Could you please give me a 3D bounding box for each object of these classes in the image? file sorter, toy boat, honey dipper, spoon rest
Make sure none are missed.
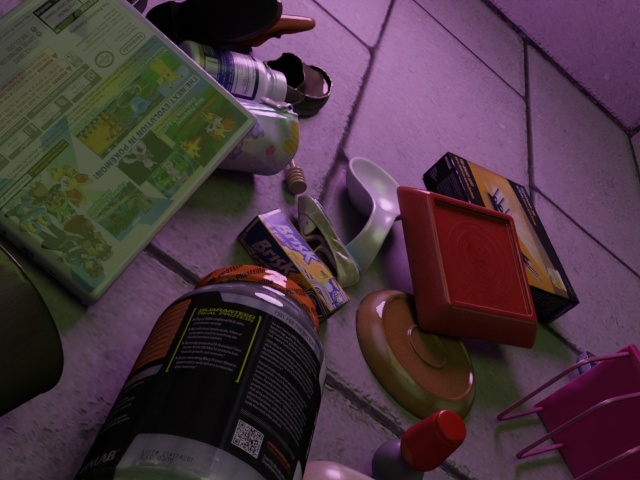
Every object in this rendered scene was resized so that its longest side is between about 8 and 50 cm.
[{"bbox_3d":[0.428,0.335,1.244,0.182,0.202,0.290,2,53,-46],"label":"file sorter"},{"bbox_3d":[0.069,0.323,0.925,0.267,0.148,0.318,40,40,-1],"label":"toy boat"},{"bbox_3d":[-0.049,-0.139,1.379,0.030,0.030,0.160,23,35,-32],"label":"honey dipper"},{"bbox_3d":[0.089,-0.052,1.387,0.137,0.084,0.276,37,34,-14],"label":"spoon rest"}]

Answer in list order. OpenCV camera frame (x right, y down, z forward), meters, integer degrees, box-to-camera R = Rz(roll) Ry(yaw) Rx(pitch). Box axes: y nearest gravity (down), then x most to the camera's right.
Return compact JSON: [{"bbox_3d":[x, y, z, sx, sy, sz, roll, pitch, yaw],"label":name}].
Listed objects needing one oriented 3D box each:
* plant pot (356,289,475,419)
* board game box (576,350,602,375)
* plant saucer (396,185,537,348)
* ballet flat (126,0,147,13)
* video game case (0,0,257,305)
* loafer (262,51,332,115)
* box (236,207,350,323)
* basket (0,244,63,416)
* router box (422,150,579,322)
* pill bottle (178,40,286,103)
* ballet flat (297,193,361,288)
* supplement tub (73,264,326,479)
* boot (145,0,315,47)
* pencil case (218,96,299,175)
[{"bbox_3d":[0.155,0.167,1.272,0.236,0.032,0.236,30,35,-24],"label":"plant pot"},{"bbox_3d":[0.546,0.291,1.557,0.194,0.060,0.194,29,35,-25],"label":"board game box"},{"bbox_3d":[0.254,0.037,1.385,0.259,0.048,0.258,13,57,-34],"label":"plant saucer"},{"bbox_3d":[-0.309,-0.379,1.276,0.095,0.096,0.280,34,34,-17],"label":"ballet flat"},{"bbox_3d":[-0.277,-0.137,0.985,0.300,0.036,0.329,41,58,-8],"label":"video game case"},{"bbox_3d":[-0.045,-0.276,1.473,0.094,0.087,0.251,52,33,9],"label":"loafer"},{"bbox_3d":[-0.038,0.038,1.171,0.169,0.054,0.059,52,32,9],"label":"box"},{"bbox_3d":[-0.350,0.105,0.661,0.204,0.154,0.227,52,36,-8],"label":"basket"},{"bbox_3d":[0.348,-0.006,1.633,0.243,0.081,0.308,18,42,-36],"label":"router box"},{"bbox_3d":[-0.142,-0.246,1.304,0.169,0.094,0.094,8,48,-33],"label":"pill bottle"},{"bbox_3d":[0.000,0.000,1.260,0.052,0.057,0.168,-24,69,-27],"label":"ballet flat"},{"bbox_3d":[-0.102,0.175,0.820,0.194,0.193,0.316,37,34,-14],"label":"supplement tub"},{"bbox_3d":[-0.099,-0.350,1.372,0.280,0.264,0.096,-11,91,-53],"label":"boot"},{"bbox_3d":[-0.154,-0.159,1.189,0.273,0.124,0.113,2,66,-46],"label":"pencil case"}]
